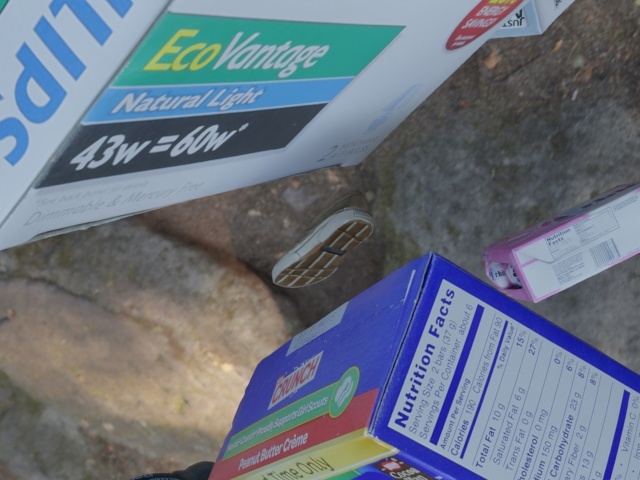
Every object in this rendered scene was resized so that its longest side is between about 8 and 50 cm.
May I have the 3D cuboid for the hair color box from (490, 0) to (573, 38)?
[{"bbox_3d":[0.250,-0.484,1.257,0.113,0.185,0.374,6,129,43],"label":"hair color box"}]

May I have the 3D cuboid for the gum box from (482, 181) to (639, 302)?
[{"bbox_3d":[0.273,0.002,1.001,0.107,0.188,0.062,176,70,-84],"label":"gum box"}]

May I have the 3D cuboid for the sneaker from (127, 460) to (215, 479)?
[{"bbox_3d":[-0.128,0.367,0.785,0.125,0.139,0.341,-27,69,58],"label":"sneaker"}]

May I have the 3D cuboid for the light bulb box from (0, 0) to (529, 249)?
[{"bbox_3d":[-0.098,-0.223,0.528,0.225,0.358,0.361,-44,77,31],"label":"light bulb box"}]

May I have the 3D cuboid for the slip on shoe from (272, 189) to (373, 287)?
[{"bbox_3d":[0.000,0.000,0.901,0.051,0.041,0.135,16,139,-30],"label":"slip on shoe"}]

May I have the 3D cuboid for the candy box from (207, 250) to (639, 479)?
[{"bbox_3d":[0.118,0.166,0.617,0.317,0.122,0.268,30,151,-11],"label":"candy box"}]
